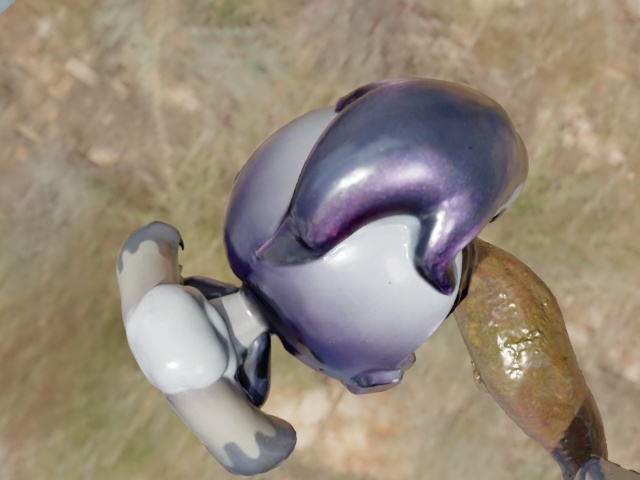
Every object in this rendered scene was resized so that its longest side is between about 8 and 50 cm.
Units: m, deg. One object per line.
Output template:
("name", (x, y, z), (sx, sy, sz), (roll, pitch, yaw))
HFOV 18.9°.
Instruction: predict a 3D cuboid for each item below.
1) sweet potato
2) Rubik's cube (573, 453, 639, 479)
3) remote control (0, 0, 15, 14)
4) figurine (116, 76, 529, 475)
("sweet potato", (0.131, 0.086, 1.170), (0.068, 0.068, 0.226), (-23, 96, 55))
("Rubik's cube", (0.217, 0.311, 1.010), (0.387, 0.368, 0.358), (21, 130, -3))
("remote control", (-0.178, -0.194, 1.085), (0.097, 0.256, 0.045), (34, -167, -48))
("figurine", (0.000, 0.000, 0.943), (0.222, 0.145, 0.145), (-36, 119, 11))
